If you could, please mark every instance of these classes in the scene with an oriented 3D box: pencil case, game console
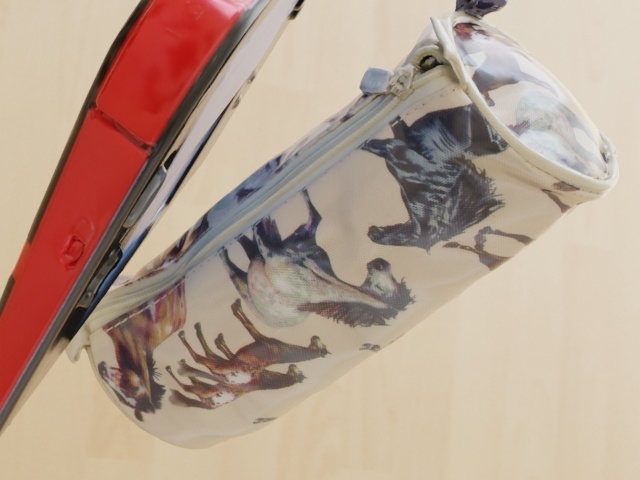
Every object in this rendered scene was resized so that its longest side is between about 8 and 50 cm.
[{"bbox_3d":[0.000,0.000,1.043,0.183,0.410,0.160,36,32,-30],"label":"pencil case"},{"bbox_3d":[-0.087,-0.079,0.943,0.060,0.342,0.386,30,36,0],"label":"game console"}]
